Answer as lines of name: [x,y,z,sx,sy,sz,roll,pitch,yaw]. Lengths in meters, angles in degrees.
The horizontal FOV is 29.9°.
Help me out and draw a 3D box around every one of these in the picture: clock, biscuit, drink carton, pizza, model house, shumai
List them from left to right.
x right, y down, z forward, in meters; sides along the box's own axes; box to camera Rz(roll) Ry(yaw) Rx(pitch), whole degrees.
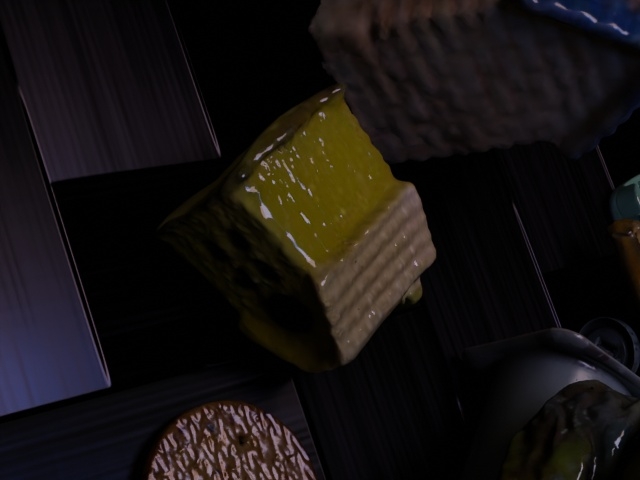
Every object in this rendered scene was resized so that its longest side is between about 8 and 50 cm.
biscuit: [-0.081,0.237,1.094,0.188,0.027,0.188,14,63,-30]
model house: [0.000,0.000,1.160,0.234,0.175,0.193,47,50,-6]
model house: [0.204,-0.359,1.228,0.445,0.400,0.395,59,43,-39]
drink carton: [0.239,0.221,1.242,0.191,0.185,0.190,36,56,-22]
clock: [0.339,0.132,1.416,0.017,0.085,0.085,3,69,-44]
clock: [0.471,-0.037,1.603,0.188,0.060,0.148,-38,95,-41]
pizza: [0.439,0.130,1.455,0.223,0.089,0.323,20,45,-58]
shumai: [0.318,0.257,1.017,0.304,0.263,0.309,19,63,-33]
